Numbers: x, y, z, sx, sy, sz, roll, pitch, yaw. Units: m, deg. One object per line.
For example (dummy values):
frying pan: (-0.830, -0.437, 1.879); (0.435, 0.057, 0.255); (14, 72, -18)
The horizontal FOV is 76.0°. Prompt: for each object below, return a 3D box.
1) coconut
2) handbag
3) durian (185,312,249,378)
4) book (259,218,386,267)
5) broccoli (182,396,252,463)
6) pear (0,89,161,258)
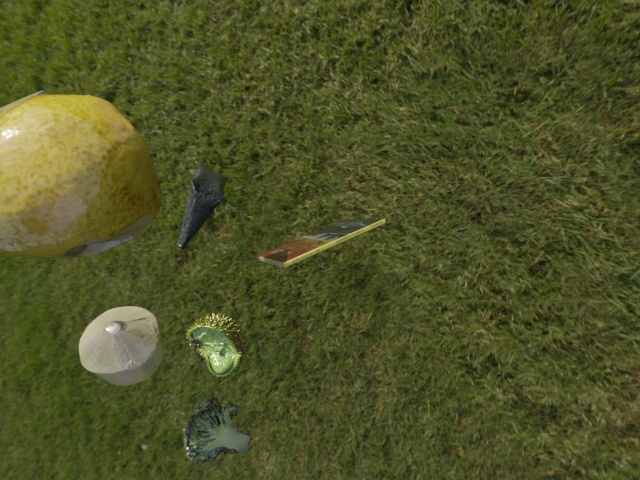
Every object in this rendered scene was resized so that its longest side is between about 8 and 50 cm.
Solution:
coconut: (-0.630, 0.333, 1.318); (0.239, 0.239, 0.244); (34, 149, 15)
handbag: (-0.325, -0.096, 1.094); (0.088, 0.270, 0.175); (26, 109, -20)
durian: (-0.377, 0.373, 1.509); (0.200, 0.176, 0.237); (-38, 102, -2)
book: (0.000, 0.000, 1.353); (0.262, 0.373, 0.028); (7, 117, 65)
broccoli: (-0.414, 0.737, 1.599); (0.180, 0.272, 0.243); (-10, 53, 54)
pear: (-0.382, -0.084, 0.614); (0.270, 0.271, 0.272); (2, 97, 22)
